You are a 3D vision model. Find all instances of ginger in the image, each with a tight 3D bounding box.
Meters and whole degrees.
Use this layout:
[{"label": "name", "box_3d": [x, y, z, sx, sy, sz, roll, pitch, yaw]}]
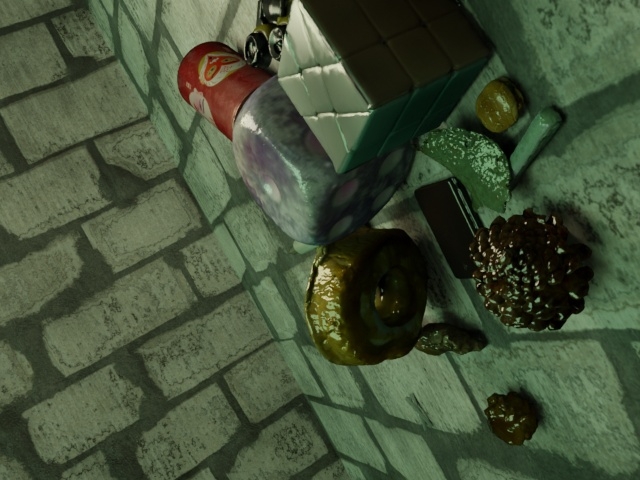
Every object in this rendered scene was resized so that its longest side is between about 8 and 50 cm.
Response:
[{"label": "ginger", "box_3d": [0.267, 0.232, 1.435, 0.290, 0.122, 0.084, 168, 105, -72]}]

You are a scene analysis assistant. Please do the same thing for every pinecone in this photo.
[{"label": "pinecone", "box_3d": [0.329, 0.051, 0.951, 0.179, 0.150, 0.195, -5, 115, 37]}]

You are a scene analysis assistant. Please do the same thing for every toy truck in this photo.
[{"label": "toy truck", "box_3d": [-0.060, -0.445, 1.268, 0.224, 0.147, 0.165, 18, 112, 58]}]

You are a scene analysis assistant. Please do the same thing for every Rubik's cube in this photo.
[{"label": "Rubik's cube", "box_3d": [0.088, -0.281, 0.980, 0.221, 0.224, 0.231, 58, 161, 11]}]

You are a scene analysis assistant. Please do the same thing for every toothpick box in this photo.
[{"label": "toothpick box", "box_3d": [-0.220, -0.379, 1.625, 0.333, 0.204, 0.204, 43, 154, 41]}]

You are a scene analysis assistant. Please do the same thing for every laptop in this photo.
[{"label": "laptop", "box_3d": [0.267, -0.020, 1.202, 0.207, 0.026, 0.154, 63, 162, -4]}]

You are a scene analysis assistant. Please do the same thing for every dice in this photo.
[{"label": "dice", "box_3d": [0.003, -0.175, 1.232, 0.270, 0.271, 0.270, 46, 156, 22]}]

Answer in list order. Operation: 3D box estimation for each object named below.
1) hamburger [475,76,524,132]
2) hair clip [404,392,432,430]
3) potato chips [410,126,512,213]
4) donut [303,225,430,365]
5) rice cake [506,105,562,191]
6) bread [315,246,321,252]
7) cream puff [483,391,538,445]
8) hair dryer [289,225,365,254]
[{"label": "hamburger", "box_3d": [0.268, -0.202, 0.921, 0.076, 0.044, 0.083, 54, 156, 15]}, {"label": "hair clip", "box_3d": [0.296, 0.517, 1.849, 0.115, 0.030, 0.039, 58, 179, 13]}, {"label": "potato chips", "box_3d": [0.237, -0.124, 1.044, 0.167, 0.059, 0.228, 54, 170, -11]}, {"label": "donut", "box_3d": [0.117, 0.124, 1.324, 0.160, 0.330, 0.330, 2, 122, 40]}, {"label": "rice cake", "box_3d": [0.310, -0.127, 0.937, 0.033, 0.033, 0.208, 60, 161, 22]}, {"label": "bread", "box_3d": [0.031, 0.020, 1.768, 0.103, 0.065, 0.187, 12, 130, 57]}, {"label": "cream puff", "box_3d": [0.407, 0.372, 1.302, 0.122, 0.094, 0.116, -30, 93, 47]}, {"label": "hair dryer", "box_3d": [0.000, 0.000, 1.670, 0.173, 0.107, 0.357, 62, 149, -1]}]
